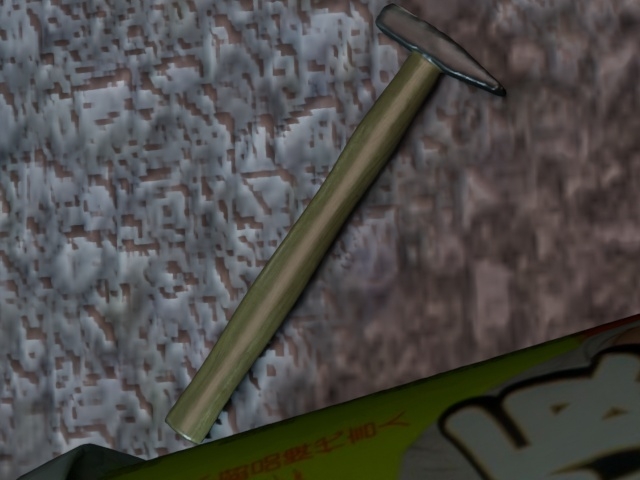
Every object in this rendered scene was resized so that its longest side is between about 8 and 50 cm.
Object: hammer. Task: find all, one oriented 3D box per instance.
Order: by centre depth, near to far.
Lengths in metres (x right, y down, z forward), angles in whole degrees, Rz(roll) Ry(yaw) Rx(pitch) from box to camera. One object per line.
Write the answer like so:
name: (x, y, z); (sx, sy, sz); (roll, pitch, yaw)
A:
hammer: (0.000, 0.000, 0.689); (0.062, 0.013, 0.199); (34, 92, 19)

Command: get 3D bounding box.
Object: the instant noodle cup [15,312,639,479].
instant noodle cup: (0.097, 0.144, 0.521); (0.307, 0.294, 0.294); (-22, 75, 5)
